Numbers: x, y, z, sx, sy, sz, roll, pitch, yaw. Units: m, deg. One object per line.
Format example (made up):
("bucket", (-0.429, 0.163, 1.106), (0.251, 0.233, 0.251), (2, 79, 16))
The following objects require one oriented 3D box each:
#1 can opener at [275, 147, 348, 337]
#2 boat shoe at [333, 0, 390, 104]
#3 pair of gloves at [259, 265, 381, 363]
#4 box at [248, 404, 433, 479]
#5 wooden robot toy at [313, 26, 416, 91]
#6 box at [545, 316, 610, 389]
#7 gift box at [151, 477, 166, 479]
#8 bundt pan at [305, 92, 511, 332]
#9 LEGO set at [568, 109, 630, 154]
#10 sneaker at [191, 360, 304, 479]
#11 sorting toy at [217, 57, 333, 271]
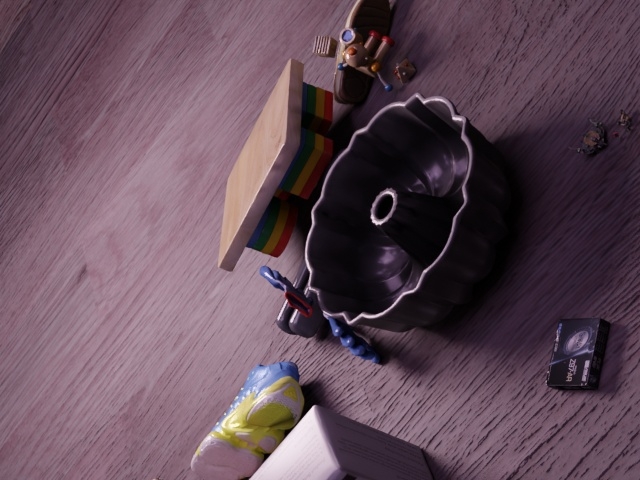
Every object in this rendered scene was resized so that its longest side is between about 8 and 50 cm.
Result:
("can opener", (0.000, 0.000, 2.092), (0.076, 0.095, 0.283), (7, 69, 57))
("boat shoe", (0.054, -0.308, 2.254), (0.072, 0.068, 0.190), (-2, 67, 67))
("pair of gloves", (-0.001, 0.104, 1.952), (0.023, 0.198, 0.159), (-51, 16, 3))
("box", (0.022, 0.328, 1.768), (0.181, 0.182, 0.119), (-50, 34, 21))
("wooden robot toy", (0.059, -0.289, 2.154), (0.173, 0.079, 0.076), (27, 94, 27))
("box", (0.300, 0.132, 1.654), (0.067, 0.018, 0.083), (-6, 64, 54))
("gift box", (-0.212, 0.503, 1.910), (0.255, 0.276, 0.258), (-46, 38, 35))
("bundt pan", (0.129, -0.025, 1.902), (0.331, 0.124, 0.330), (-33, 45, 41))
("LEGO set", (0.349, -0.129, 1.759), (0.083, 0.023, 0.054), (-9, 63, 37))
("sneaker", (-0.099, 0.263, 2.093), (0.240, 0.091, 0.126), (-40, 22, 34))
("sorting toy", (-0.063, -0.107, 2.205), (0.257, 0.089, 0.255), (-89, 25, -55))
